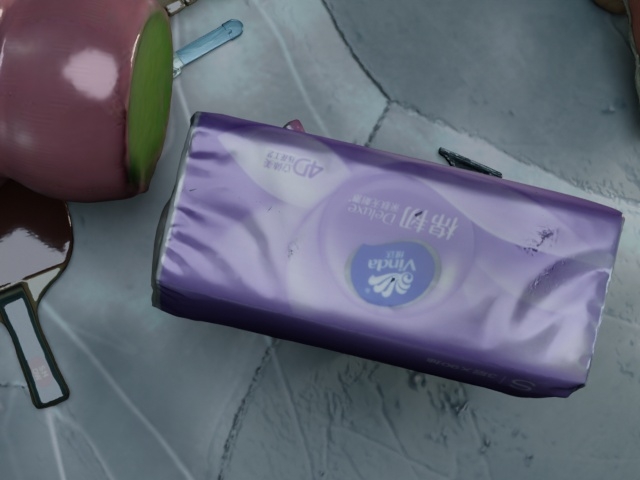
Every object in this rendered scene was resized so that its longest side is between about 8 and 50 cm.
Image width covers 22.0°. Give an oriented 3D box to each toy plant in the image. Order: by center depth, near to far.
[{"bbox_3d":[-0.314,-0.122,1.421,0.356,0.210,0.317,9,90,0],"label":"toy plant"}]

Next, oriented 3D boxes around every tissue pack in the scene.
[{"bbox_3d":[0.038,0.016,1.299,0.338,0.242,0.160,13,84,-2],"label":"tissue pack"}]

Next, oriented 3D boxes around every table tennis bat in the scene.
[{"bbox_3d":[-0.292,0.023,1.500,0.154,0.021,0.274,-21,82,-10],"label":"table tennis bat"}]

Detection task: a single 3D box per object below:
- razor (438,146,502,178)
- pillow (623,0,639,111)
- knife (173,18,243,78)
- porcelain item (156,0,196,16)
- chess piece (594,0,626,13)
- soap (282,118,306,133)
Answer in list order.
[{"bbox_3d":[0.115,-0.002,1.507,0.066,0.033,0.190,22,50,-2],"label":"razor"},{"bbox_3d":[0.371,-0.199,1.566,0.179,0.075,0.171,-12,101,-14],"label":"pillow"},{"bbox_3d":[-0.114,-0.181,1.555,0.096,0.010,0.027,-31,84,-12],"label":"knife"},{"bbox_3d":[-0.114,-0.262,1.547,0.213,0.054,0.084,-25,86,-10],"label":"porcelain item"},{"bbox_3d":[0.295,-0.261,1.595,0.084,0.038,0.083,1,79,-7],"label":"chess piece"},{"bbox_3d":[0.000,0.000,1.481,0.065,0.122,0.203,-30,86,-9],"label":"soap"}]
